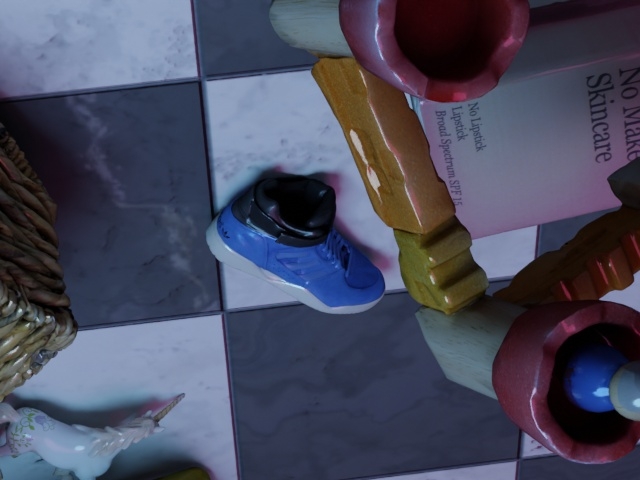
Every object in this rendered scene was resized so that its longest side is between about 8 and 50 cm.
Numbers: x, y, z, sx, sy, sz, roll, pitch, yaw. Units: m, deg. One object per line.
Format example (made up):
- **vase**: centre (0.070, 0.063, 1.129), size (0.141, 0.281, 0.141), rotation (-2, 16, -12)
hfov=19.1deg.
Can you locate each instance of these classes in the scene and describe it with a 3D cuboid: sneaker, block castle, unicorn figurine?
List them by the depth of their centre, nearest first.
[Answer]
- **block castle**: centre (0.228, -0.119, 1.029), size (0.453, 0.213, 0.303), rotation (-32, 112, -19)
- **sneaker**: centre (0.000, 0.001, 1.409), size (0.152, 0.058, 0.084), rotation (24, 137, -24)
- **unicorn figurine**: centre (-0.203, 0.168, 1.552), size (0.162, 0.060, 0.111), rotation (12, 137, -25)

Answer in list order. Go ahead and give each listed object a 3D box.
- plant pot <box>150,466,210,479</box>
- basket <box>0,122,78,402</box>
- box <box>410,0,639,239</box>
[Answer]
- **plant pot**: centre (-0.183, 0.317, 1.554), size (0.212, 0.212, 0.187), rotation (-17, 173, 7)
- **basket**: centre (-0.330, 0.017, 1.289), size (0.299, 0.223, 0.213), rotation (-29, 152, 18)
- **box**: centre (0.175, -0.110, 1.271), size (0.232, 0.127, 0.149), rotation (-13, 138, 3)
